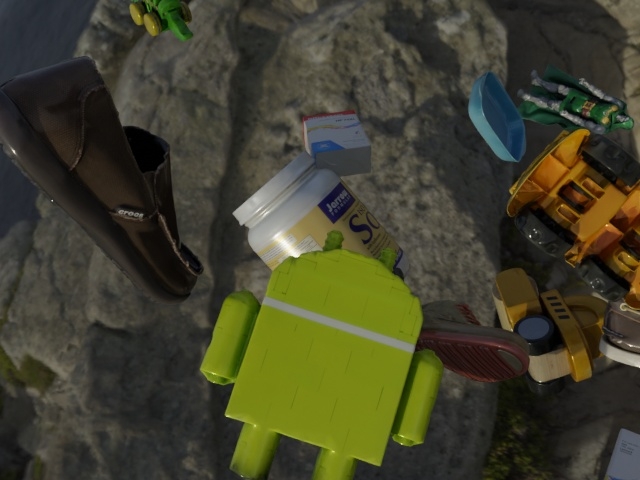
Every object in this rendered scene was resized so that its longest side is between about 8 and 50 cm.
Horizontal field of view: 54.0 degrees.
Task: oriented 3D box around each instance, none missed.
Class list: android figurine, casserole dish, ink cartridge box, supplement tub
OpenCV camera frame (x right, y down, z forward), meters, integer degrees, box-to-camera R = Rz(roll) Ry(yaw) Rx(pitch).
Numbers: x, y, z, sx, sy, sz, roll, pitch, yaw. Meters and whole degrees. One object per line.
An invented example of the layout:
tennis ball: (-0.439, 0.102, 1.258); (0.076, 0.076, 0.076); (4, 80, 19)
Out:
android figurine: (0.006, 0.124, 0.662); (0.056, 0.248, 0.272); (107, 179, -78)
casserole dish: (0.320, -0.220, 1.144); (0.037, 0.188, 0.114); (-10, 51, 40)
ink cartridge box: (0.600, 0.547, 1.231); (0.117, 0.201, 0.278); (17, 39, 28)
ink cartridge box: (0.033, -0.245, 1.519); (0.134, 0.078, 0.231); (-9, 38, -6)
supplement tub: (0.000, 0.000, 1.327); (0.241, 0.331, 0.241); (-40, 8, 6)

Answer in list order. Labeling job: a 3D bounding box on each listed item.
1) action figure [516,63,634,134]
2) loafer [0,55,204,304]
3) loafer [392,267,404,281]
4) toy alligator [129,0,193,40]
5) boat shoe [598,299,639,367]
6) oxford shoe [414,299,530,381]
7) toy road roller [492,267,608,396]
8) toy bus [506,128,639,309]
action figure: (0.501, -0.264, 1.223); (0.232, 0.063, 0.137); (35, 93, 38)
loafer: (-0.201, -0.048, 0.681); (0.130, 0.366, 0.134); (-42, 61, -11)
loafer: (0.065, 0.114, 1.068); (0.080, 0.078, 0.220); (-89, 19, -46)
toy alligator: (-0.223, -0.317, 0.822); (0.056, 0.051, 0.190); (-29, 52, -26)
boat shoe: (0.580, 0.147, 0.901); (0.324, 0.117, 0.096); (9, 104, 30)
oxford shoe: (0.230, 0.153, 1.087); (0.130, 0.123, 0.348); (-51, 22, -22)
toy road roller: (0.594, 0.209, 1.580); (0.241, 0.202, 0.329); (-19, 31, 8)
toy bus: (0.362, -0.041, 0.835); (0.220, 0.211, 0.149); (39, 108, 1)
